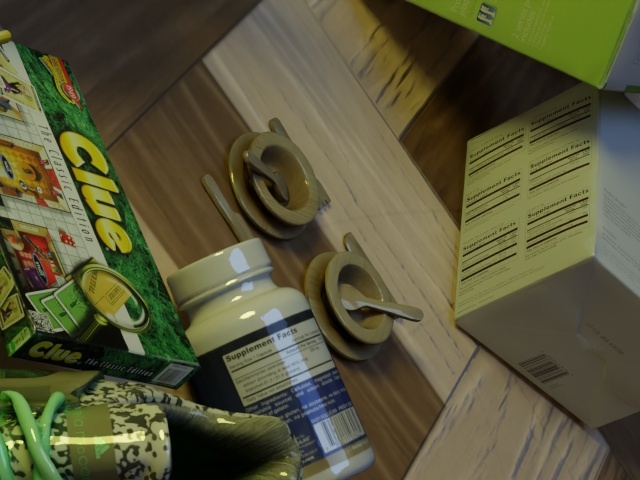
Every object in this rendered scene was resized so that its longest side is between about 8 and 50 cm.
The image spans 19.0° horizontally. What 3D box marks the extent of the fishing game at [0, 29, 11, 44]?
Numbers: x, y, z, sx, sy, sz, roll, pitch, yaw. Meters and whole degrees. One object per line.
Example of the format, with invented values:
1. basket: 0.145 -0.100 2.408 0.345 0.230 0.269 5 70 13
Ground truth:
1. fishing game: -0.266 -0.210 1.038 0.189 0.041 0.264 -34 99 -51

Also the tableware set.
1. tableware set: 0.000 0.000 1.422 0.194 0.039 0.128 58 35 -9

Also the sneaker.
1. sneaker: -0.167 0.113 1.004 0.410 0.182 0.158 6 64 -51

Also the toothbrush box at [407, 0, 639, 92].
1. toothbrush box: 0.193 -0.226 1.611 0.283 0.122 0.206 30 19 32

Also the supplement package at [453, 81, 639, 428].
1. supplement package: 0.232 0.011 1.620 0.194 0.149 0.203 39 42 -31

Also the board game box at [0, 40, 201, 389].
1. board game box: -0.170 -0.028 1.160 0.136 0.030 0.259 19 37 -50

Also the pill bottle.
1. pill bottle: -0.038 0.089 1.267 0.094 0.094 0.169 -17 82 -55
